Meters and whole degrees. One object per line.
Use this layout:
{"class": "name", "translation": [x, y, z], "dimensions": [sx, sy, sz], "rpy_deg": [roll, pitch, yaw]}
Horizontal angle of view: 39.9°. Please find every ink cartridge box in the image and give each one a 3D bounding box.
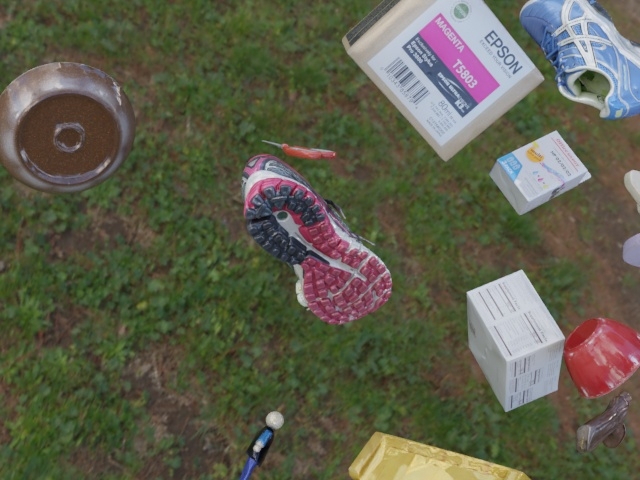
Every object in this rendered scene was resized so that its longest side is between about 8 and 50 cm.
{"class": "ink cartridge box", "translation": [0.429, -0.137, 1.682], "dimensions": [0.181, 0.061, 0.104], "rpy_deg": [-26, 70, -17]}
{"class": "ink cartridge box", "translation": [0.179, -0.266, 1.295], "dimensions": [0.234, 0.193, 0.088], "rpy_deg": [44, 16, -21]}

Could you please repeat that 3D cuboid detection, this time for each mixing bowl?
{"class": "mixing bowl", "translation": [0.568, 0.223, 1.807], "dimensions": [0.098, 0.181, 0.181], "rpy_deg": [46, 44, -6]}

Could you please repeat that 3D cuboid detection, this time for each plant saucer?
{"class": "plant saucer", "translation": [-0.351, -0.146, 1.222], "dimensions": [0.198, 0.199, 0.036], "rpy_deg": [3, 28, -28]}

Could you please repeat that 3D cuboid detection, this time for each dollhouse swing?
{"class": "dollhouse swing", "translation": [0.228, 0.580, 1.733], "dimensions": [0.315, 0.346, 0.305], "rpy_deg": [45, 61, -42]}

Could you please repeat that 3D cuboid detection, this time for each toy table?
{"class": "toy table", "translation": [0.762, -0.046, 1.877], "dimensions": [0.252, 0.274, 0.161], "rpy_deg": [17, 71, -24]}

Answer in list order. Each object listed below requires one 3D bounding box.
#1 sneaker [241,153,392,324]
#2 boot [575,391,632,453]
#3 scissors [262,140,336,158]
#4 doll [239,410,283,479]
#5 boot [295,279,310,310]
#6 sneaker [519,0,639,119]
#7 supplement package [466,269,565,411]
{"class": "sneaker", "translation": [0.000, 0.000, 1.188], "dimensions": [0.299, 0.120, 0.112], "rpy_deg": [54, 10, -38]}
{"class": "boot", "translation": [0.383, 0.272, 1.218], "dimensions": [0.037, 0.106, 0.114], "rpy_deg": [26, 40, 35]}
{"class": "scissors", "translation": [-0.082, -0.216, 2.037], "dimensions": [0.109, 0.021, 0.297], "rpy_deg": [-6, 17, -41]}
{"class": "doll", "translation": [-0.130, 0.437, 1.805], "dimensions": [0.046, 0.129, 0.189], "rpy_deg": [25, 78, 2]}
{"class": "boot", "translation": [0.031, 0.101, 1.803], "dimensions": [0.213, 0.165, 0.077], "rpy_deg": [-84, 150, -67]}
{"class": "sneaker", "translation": [0.293, -0.211, 0.993], "dimensions": [0.081, 0.080, 0.211], "rpy_deg": [-26, 51, -19]}
{"class": "supplement package", "translation": [0.450, 0.237, 2.060], "dimensions": [0.145, 0.262, 0.204], "rpy_deg": [-21, 54, -5]}
